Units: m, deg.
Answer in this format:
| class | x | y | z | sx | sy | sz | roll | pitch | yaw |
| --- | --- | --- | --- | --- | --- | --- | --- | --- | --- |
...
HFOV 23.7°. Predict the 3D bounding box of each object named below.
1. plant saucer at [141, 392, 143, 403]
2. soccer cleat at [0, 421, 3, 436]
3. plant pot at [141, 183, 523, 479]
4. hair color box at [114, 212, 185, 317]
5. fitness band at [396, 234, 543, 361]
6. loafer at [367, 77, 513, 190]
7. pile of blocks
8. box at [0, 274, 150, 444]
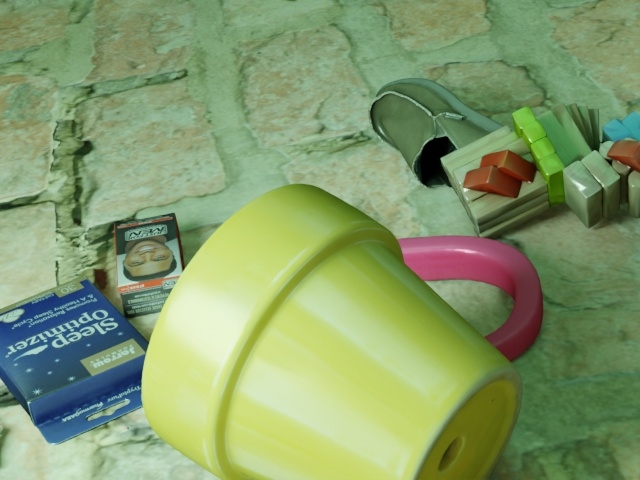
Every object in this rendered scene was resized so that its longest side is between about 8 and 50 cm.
| class | x | y | z | sx | sy | sz | roll | pitch | yaw |
| --- | --- | --- | --- | --- | --- | --- | --- | --- | --- |
| plant saucer | -0.108 | 0.143 | 1.433 | 0.119 | 0.021 | 0.119 | -9 | 25 | 4 |
| soccer cleat | -0.311 | 0.184 | 1.425 | 0.036 | 0.029 | 0.083 | -24 | 28 | -16 |
| plant pot | 0.023 | 0.116 | 1.251 | 0.239 | 0.254 | 0.254 | 31 | 47 | 28 |
| hair color box | -0.183 | 0.025 | 1.647 | 0.072 | 0.043 | 0.141 | -11 | 30 | -4 |
| fitness band | 0.072 | 0.064 | 1.498 | 0.291 | 0.054 | 0.209 | -4 | 30 | 8 |
| loafer | 0.131 | -0.116 | 1.748 | 0.087 | 0.094 | 0.251 | -26 | 35 | -29 |
| pile of blocks | 0.302 | -0.094 | 1.579 | 0.362 | 0.112 | 0.149 | -4 | 68 | 9 |
| box | -0.252 | 0.114 | 1.523 | 0.136 | 0.036 | 0.225 | -23 | 34 | -22 |
